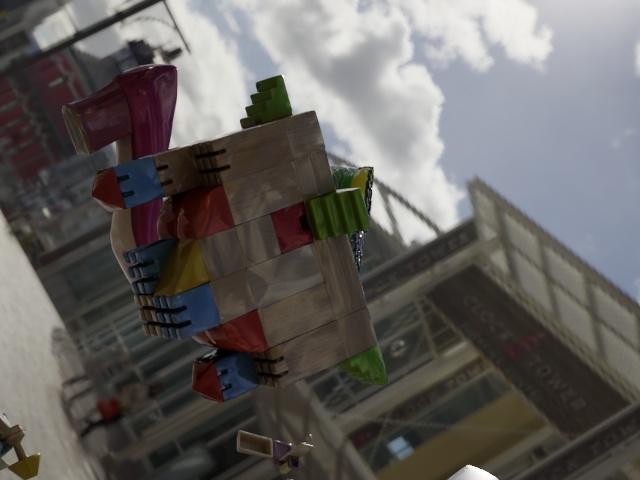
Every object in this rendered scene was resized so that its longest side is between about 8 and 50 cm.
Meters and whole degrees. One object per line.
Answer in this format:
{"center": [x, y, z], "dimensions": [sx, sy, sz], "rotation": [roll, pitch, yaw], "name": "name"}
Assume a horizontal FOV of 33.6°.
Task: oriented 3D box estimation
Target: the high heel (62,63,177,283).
{"center": [-0.230, -0.065, 1.562], "dimensions": [0.127, 0.181, 0.377], "rotation": [22, -46, 53], "name": "high heel"}

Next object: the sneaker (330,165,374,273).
{"center": [0.000, 0.000, 1.765], "dimensions": [0.344, 0.146, 0.134], "rotation": [-76, 169, -50], "name": "sneaker"}

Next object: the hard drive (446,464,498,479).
{"center": [0.145, 0.368, 1.154], "dimensions": [0.054, 0.254, 0.172], "rotation": [-8, -81, 34], "name": "hard drive"}

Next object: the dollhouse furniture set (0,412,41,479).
{"center": [-0.482, 0.336, 1.238], "dimensions": [0.286, 0.303, 0.198], "rotation": [114, -47, -78], "name": "dollhouse furniture set"}

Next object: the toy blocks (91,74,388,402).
{"center": [-0.097, 0.027, 1.196], "dimensions": [0.190, 0.260, 0.382], "rotation": [-2, -74, 56], "name": "toy blocks"}

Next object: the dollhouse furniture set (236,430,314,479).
{"center": [-0.068, 0.331, 1.644], "dimensions": [0.081, 0.114, 0.091], "rotation": [-41, -140, 38], "name": "dollhouse furniture set"}
